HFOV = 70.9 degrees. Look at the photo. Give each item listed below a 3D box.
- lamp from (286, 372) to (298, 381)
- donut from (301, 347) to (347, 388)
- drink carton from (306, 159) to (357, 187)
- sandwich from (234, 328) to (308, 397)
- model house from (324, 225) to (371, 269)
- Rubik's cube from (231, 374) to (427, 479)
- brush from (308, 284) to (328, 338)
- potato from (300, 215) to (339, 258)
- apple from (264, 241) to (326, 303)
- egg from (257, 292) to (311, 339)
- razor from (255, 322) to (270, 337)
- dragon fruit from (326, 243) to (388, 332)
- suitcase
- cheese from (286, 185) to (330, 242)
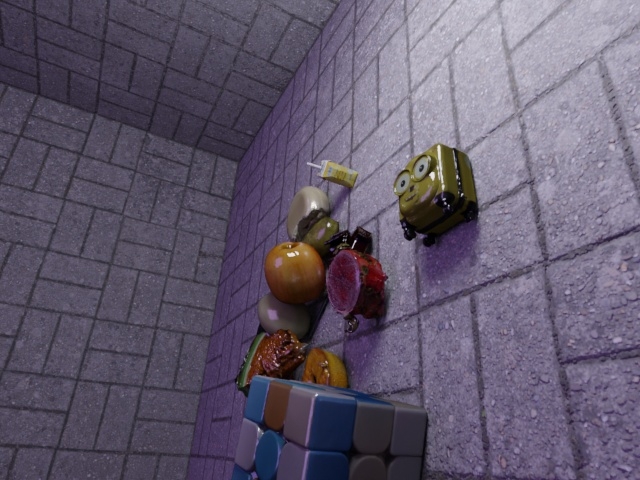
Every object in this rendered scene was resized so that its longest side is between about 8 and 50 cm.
[{"bbox_3d":[-0.159,0.574,1.801,0.182,0.140,0.181,-176,90,-83],"label":"lamp"},{"bbox_3d":[-0.001,0.487,1.513,0.253,0.118,0.253,-42,40,51],"label":"donut"},{"bbox_3d":[0.044,-0.273,1.789,0.074,0.200,0.084,37,110,64],"label":"drink carton"},{"bbox_3d":[-0.155,0.447,1.676,0.301,0.162,0.250,-31,31,35],"label":"sandwich"},{"bbox_3d":[0.106,0.037,1.590,0.203,0.141,0.164,-14,40,41],"label":"model house"},{"bbox_3d":[0.011,0.544,1.116,0.347,0.347,0.344,-11,65,56],"label":"Rubik's cube"},{"bbox_3d":[-0.002,0.272,1.761,0.062,0.027,0.266,-99,30,-71],"label":"brush"},{"bbox_3d":[0.000,0.000,1.835,0.251,0.113,0.149,-45,28,34],"label":"potato"},{"bbox_3d":[-0.101,0.115,1.743,0.242,0.242,0.240,-117,17,-58],"label":"apple"},{"bbox_3d":[-0.154,0.308,1.841,0.254,0.189,0.188,26,101,36],"label":"egg"},{"bbox_3d":[-0.230,0.440,2.068,0.189,0.107,0.326,-25,53,59],"label":"razor"},{"bbox_3d":[0.122,0.148,1.420,0.211,0.147,0.282,-34,59,52],"label":"dragon fruit"},{"bbox_3d":[0.297,-0.129,1.200,0.194,0.143,0.234,-42,38,51],"label":"suitcase"},{"bbox_3d":[-0.061,-0.110,2.016,0.266,0.127,0.233,-57,29,37],"label":"cheese"}]
